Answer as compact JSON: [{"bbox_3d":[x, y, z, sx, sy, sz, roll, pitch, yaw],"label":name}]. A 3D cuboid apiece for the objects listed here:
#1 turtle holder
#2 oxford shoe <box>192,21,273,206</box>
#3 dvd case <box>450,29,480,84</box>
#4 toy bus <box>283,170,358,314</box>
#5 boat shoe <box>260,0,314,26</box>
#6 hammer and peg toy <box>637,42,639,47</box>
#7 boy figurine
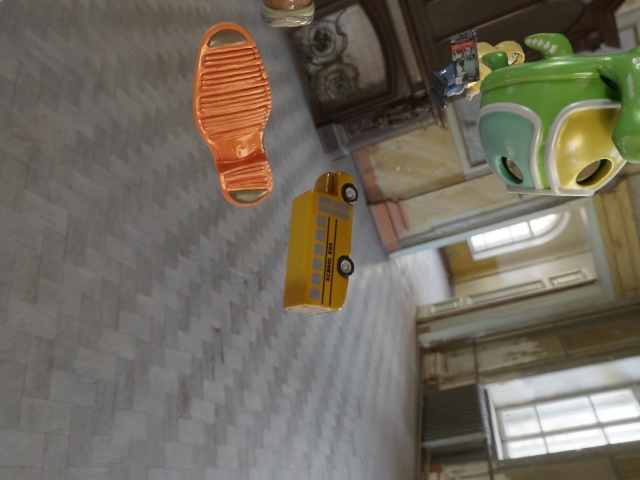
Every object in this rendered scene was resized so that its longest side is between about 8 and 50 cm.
[{"bbox_3d":[0.397,-0.183,0.835,0.243,0.320,0.228,-4,100,-42],"label":"turtle holder"},{"bbox_3d":[-0.160,-0.226,0.948,0.364,0.129,0.133,95,-19,-50],"label":"oxford shoe"},{"bbox_3d":[0.354,-0.445,1.313,0.087,0.013,0.120,-158,-125,-65],"label":"dvd case"},{"bbox_3d":[0.000,0.000,1.244,0.130,0.108,0.333,14,70,-30],"label":"toy bus"},{"bbox_3d":[-0.075,-0.517,1.014,0.324,0.123,0.116,-111,-168,-45],"label":"boat shoe"},{"bbox_3d":[0.961,-0.521,1.330,0.127,0.265,0.361,-51,156,-47],"label":"hammer and peg toy"},{"bbox_3d":[0.444,-0.478,1.522,0.092,0.285,0.177,58,-11,35],"label":"boy figurine"}]
